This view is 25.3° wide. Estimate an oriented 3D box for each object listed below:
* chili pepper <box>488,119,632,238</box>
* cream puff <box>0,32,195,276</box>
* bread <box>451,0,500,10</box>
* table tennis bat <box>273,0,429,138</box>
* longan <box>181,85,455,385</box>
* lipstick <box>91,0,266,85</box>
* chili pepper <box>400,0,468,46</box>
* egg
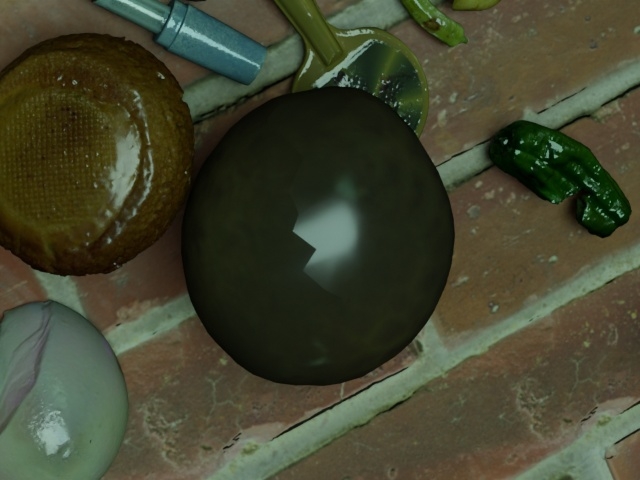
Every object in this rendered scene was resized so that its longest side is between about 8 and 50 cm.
[{"bbox_3d":[0.353,-0.095,2.059,0.253,0.083,0.099,32,90,-25],"label":"chili pepper"},{"bbox_3d":[-0.288,-0.109,1.774,0.303,0.212,0.303,0,91,16],"label":"cream puff"},{"bbox_3d":[0.209,-0.408,1.967,0.149,0.065,0.187,24,89,-31],"label":"bread"},{"bbox_3d":[0.026,-0.233,1.948,0.198,0.050,0.321,-37,113,-7],"label":"table tennis bat"},{"bbox_3d":[0.000,0.000,1.796,0.336,0.404,0.404,15,96,14],"label":"longan"},{"bbox_3d":[-0.202,-0.285,1.851,0.274,0.061,0.068,25,94,-20],"label":"lipstick"},{"bbox_3d":[0.132,-0.339,1.962,0.049,0.043,0.208,-38,109,5],"label":"chili pepper"},{"bbox_3d":[-0.344,0.234,1.848,0.206,0.162,0.271,21,94,-19],"label":"egg"}]
